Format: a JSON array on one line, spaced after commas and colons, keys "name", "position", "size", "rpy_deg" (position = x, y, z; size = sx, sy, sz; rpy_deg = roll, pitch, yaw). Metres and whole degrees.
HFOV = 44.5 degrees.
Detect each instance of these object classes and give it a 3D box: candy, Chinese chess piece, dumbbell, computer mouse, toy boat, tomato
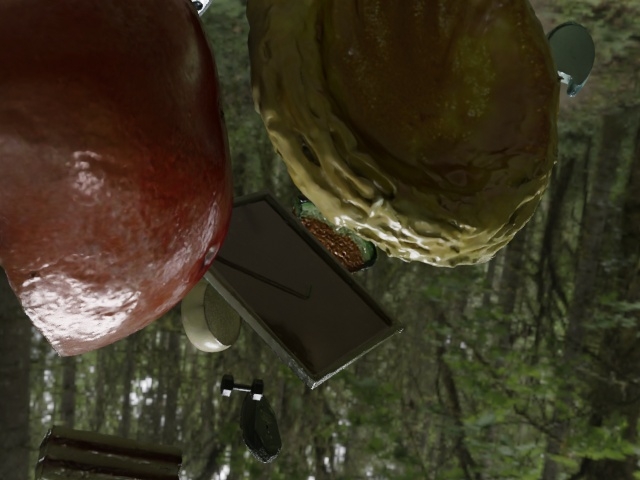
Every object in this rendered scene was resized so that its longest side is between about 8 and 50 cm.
[{"name": "candy", "position": [-0.489, 0.523, 1.804], "size": [0.320, 0.135, 0.179], "rpy_deg": [19, 156, -23]}, {"name": "Chinese chess piece", "position": [-0.180, 0.123, 1.291], "size": [0.051, 0.122, 0.122], "rpy_deg": [-13, -179, 23]}, {"name": "dumbbell", "position": [-0.149, 0.280, 1.491], "size": [0.083, 0.040, 0.036], "rpy_deg": [10, 165, -12]}, {"name": "computer mouse", "position": [-0.142, 0.427, 1.784], "size": [0.106, 0.062, 0.192], "rpy_deg": [45, -159, -39]}, {"name": "toy boat", "position": [0.588, -0.434, 1.890], "size": [0.134, 0.208, 0.079], "rpy_deg": [19, 153, 2]}, {"name": "tomato", "position": [-0.146, -0.089, 0.626], "size": [0.143, 0.338, 0.338], "rpy_deg": [-3, -171, 3]}]

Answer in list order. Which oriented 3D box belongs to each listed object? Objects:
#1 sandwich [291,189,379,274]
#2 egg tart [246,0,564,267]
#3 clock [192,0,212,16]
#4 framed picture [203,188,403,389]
[{"name": "sandwich", "position": [0.013, -0.005, 1.942], "size": [0.292, 0.212, 0.109], "rpy_deg": [16, -162, -31]}, {"name": "egg tart", "position": [0.080, -0.150, 0.805], "size": [0.388, 0.388, 0.169], "rpy_deg": [1, 169, -33]}, {"name": "clock", "position": [-0.256, -0.288, 0.692], "size": [0.338, 0.102, 0.338], "rpy_deg": [-5, 149, -3]}, {"name": "framed picture", "position": [-0.039, 0.042, 0.914], "size": [0.260, 0.023, 0.189], "rpy_deg": [44, -144, 17]}]
